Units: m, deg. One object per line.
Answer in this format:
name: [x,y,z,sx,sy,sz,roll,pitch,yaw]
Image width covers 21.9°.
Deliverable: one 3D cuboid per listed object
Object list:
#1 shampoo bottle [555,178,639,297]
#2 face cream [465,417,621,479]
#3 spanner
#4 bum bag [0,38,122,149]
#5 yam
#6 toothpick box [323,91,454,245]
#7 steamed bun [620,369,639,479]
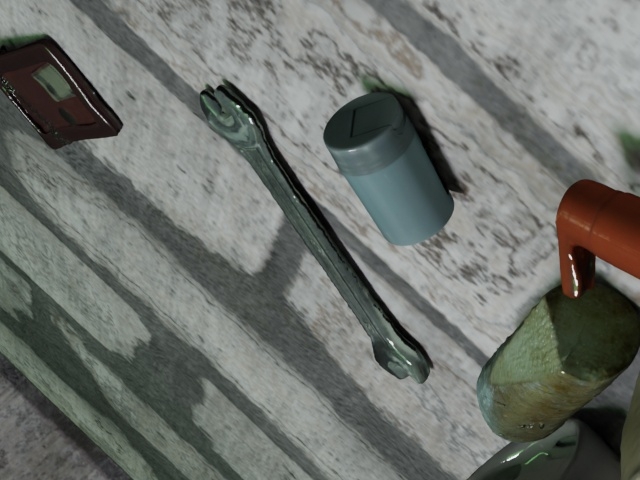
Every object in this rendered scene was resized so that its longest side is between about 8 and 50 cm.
shampoo bottle: [0.210,0.031,0.758,0.244,0.085,0.085,28,155,41]
face cream: [0.180,0.244,1.126,0.195,0.175,0.175,48,161,-8]
spanner: [0.000,0.000,1.237,0.071,0.017,0.302,14,144,57]
bum bag: [-0.235,-0.130,1.451,0.109,0.026,0.159,52,155,-21]
yam: [0.142,0.079,1.022,0.068,0.068,0.169,42,162,9]
toothpick box: [0.042,-0.043,0.999,0.052,0.052,0.083,22,153,49]
steamed bun: [0.240,0.148,0.845,0.218,0.144,0.211,43,161,2]
